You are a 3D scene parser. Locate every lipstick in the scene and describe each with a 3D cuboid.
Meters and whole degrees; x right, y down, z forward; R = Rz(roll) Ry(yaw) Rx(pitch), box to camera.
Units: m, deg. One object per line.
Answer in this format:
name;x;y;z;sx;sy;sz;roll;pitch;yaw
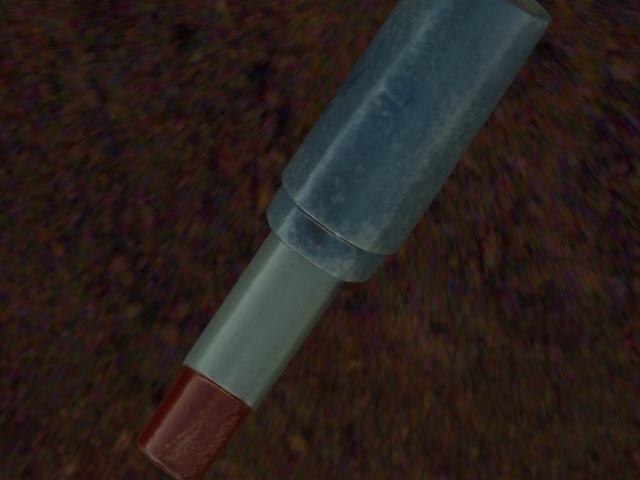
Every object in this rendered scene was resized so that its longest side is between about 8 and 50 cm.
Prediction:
lipstick;0.000;0.000;0.869;0.061;0.068;0.274;34;107;-1
